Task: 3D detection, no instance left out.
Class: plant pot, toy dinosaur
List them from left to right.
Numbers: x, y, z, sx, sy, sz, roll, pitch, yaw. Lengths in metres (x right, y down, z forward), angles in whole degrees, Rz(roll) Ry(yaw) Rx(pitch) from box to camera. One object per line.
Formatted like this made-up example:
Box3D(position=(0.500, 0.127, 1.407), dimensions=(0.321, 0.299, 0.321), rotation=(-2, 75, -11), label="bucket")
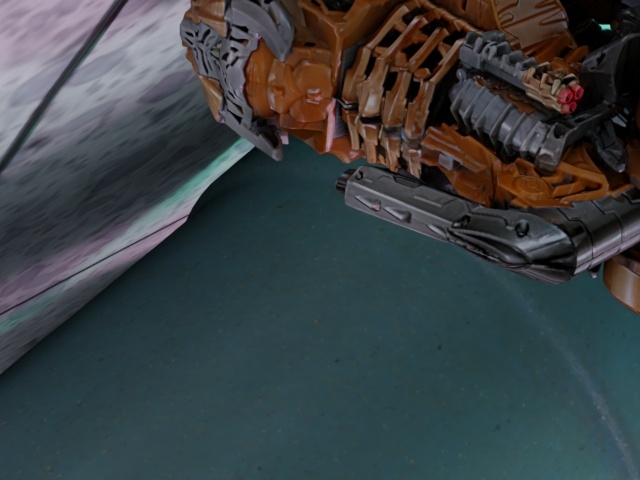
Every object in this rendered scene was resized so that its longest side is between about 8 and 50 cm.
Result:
Box3D(position=(-0.021, 0.136, 0.731), dimensions=(0.334, 0.341, 0.341), rotation=(-36, 177, -34), label="plant pot")
Box3D(position=(0.121, -0.033, 0.521), dimensions=(0.218, 0.322, 0.164), rotation=(-48, 173, -49), label="toy dinosaur")

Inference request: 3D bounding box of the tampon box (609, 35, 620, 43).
Box3D(position=(0.235, -0.133, 0.969), dimensions=(0.101, 0.161, 0.120), rotation=(-29, 174, -44), label="tampon box")
